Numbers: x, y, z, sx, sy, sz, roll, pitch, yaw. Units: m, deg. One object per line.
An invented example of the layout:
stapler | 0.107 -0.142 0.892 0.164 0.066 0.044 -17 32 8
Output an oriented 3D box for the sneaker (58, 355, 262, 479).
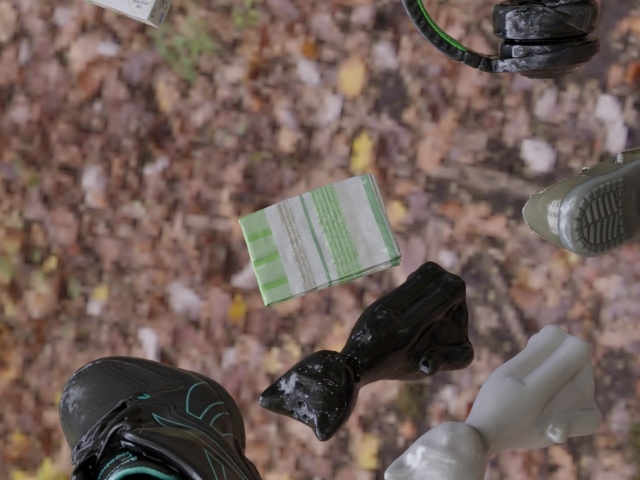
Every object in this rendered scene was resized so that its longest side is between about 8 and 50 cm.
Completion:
sneaker | -0.089 0.125 0.966 0.101 0.106 0.267 -52 38 -1

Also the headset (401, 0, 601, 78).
headset | 0.281 -0.292 1.976 0.185 0.394 0.243 -95 20 -77

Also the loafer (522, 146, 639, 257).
loafer | 0.281 -0.047 1.609 0.087 0.251 0.094 13 108 44

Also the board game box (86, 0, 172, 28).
board game box | -0.182 -0.251 1.464 0.154 0.026 0.103 22 87 23

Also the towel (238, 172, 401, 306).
towel | 0.000 0.000 1.807 0.023 0.152 0.113 66 -175 -62

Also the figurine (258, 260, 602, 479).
figurine | 0.091 0.128 1.406 0.215 0.209 0.092 27 130 33
